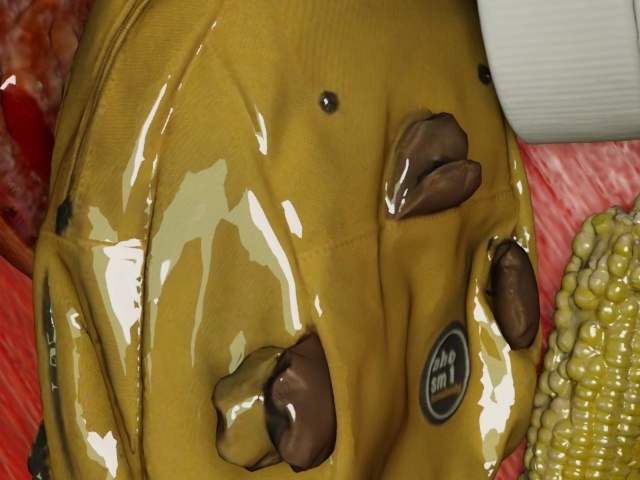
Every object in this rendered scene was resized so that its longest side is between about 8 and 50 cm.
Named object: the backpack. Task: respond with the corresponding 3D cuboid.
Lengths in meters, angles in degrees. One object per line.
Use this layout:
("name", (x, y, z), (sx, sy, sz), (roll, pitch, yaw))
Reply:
("backpack", (-0.006, 0.000, 0.891), (0.201, 0.353, 0.378), (1, 102, 33))

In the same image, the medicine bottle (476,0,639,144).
("medicine bottle", (0.250, -0.160, 0.885), (0.306, 0.245, 0.245), (-4, 94, 20))

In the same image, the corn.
("corn", (0.163, 0.108, 1.004), (0.086, 0.086, 0.288), (16, 99, 9))

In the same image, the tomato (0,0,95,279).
("tomato", (-0.161, -0.106, 0.989), (0.170, 0.309, 0.309), (0, 95, 35))
